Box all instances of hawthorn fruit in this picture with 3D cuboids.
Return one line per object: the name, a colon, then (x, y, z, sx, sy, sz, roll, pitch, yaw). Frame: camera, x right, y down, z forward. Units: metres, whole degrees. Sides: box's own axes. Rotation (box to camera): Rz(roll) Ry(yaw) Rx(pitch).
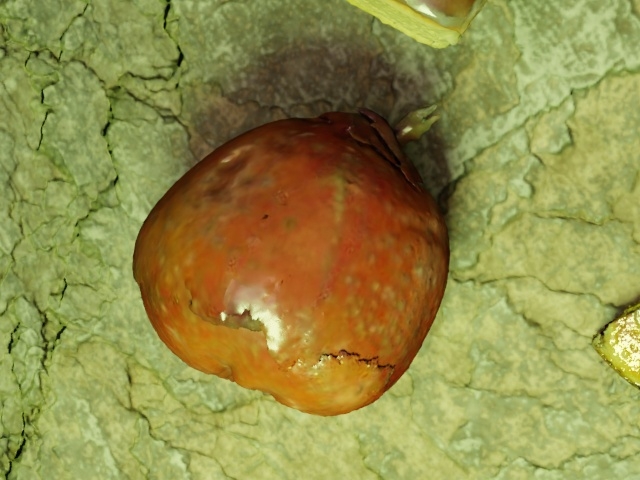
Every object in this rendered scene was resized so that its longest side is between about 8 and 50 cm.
hawthorn fruit: (0.000, 0.000, 1.406, 0.276, 0.276, 0.307, 34, 82, 12)

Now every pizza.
pizza: (0.318, 0.098, 1.413, 0.160, 0.036, 0.099, 24, 106, 14)

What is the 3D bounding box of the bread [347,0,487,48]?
bread: (0.049, -0.362, 1.312, 0.333, 0.143, 0.323, 30, 81, 4)
